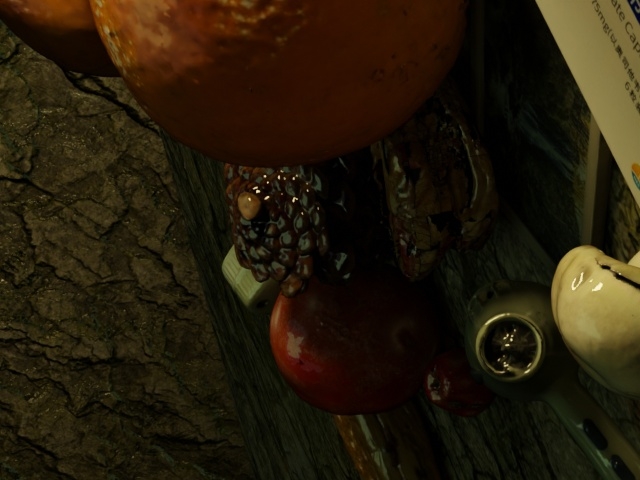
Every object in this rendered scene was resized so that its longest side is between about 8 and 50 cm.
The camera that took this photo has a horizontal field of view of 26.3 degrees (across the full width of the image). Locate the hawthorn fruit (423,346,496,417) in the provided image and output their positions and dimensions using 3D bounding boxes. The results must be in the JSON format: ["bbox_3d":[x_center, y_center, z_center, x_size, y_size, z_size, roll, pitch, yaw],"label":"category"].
[{"bbox_3d":[0.165,0.168,1.623,0.093,0.093,0.093,161,90,-77],"label":"hawthorn fruit"}]

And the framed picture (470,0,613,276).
[{"bbox_3d":[0.198,-0.118,1.254,0.324,0.020,0.240,85,160,-45],"label":"framed picture"}]

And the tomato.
[{"bbox_3d":[0.040,0.134,1.774,0.232,0.232,0.188,91,-163,-55],"label":"tomato"}]

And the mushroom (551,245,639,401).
[{"bbox_3d":[0.251,0.058,1.092,0.154,0.122,0.154,33,177,2],"label":"mushroom"}]

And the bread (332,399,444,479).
[{"bbox_3d":[0.104,0.306,2.045,0.235,0.099,0.210,65,168,3],"label":"bread"}]

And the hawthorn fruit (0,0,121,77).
[{"bbox_3d":[-0.228,-0.415,1.639,0.472,0.472,0.471,161,90,-77],"label":"hawthorn fruit"}]

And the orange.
[{"bbox_3d":[-0.026,-0.276,1.206,0.424,0.326,0.423,-2,-90,-73],"label":"orange"}]

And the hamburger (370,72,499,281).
[{"bbox_3d":[0.108,-0.074,1.411,0.231,0.107,0.231,166,90,-87],"label":"hamburger"}]

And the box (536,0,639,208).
[{"bbox_3d":[0.236,-0.151,0.954,0.200,0.065,0.343,108,141,-69],"label":"box"}]

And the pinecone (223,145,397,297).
[{"bbox_3d":[0.005,-0.052,1.598,0.224,0.273,0.224,15,111,42],"label":"pinecone"}]

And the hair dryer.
[{"bbox_3d":[0.215,0.139,1.197,0.298,0.119,0.296,54,-171,29],"label":"hair dryer"}]

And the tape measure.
[{"bbox_3d":[0.000,0.000,1.874,0.235,0.207,0.115,-54,53,25],"label":"tape measure"}]
